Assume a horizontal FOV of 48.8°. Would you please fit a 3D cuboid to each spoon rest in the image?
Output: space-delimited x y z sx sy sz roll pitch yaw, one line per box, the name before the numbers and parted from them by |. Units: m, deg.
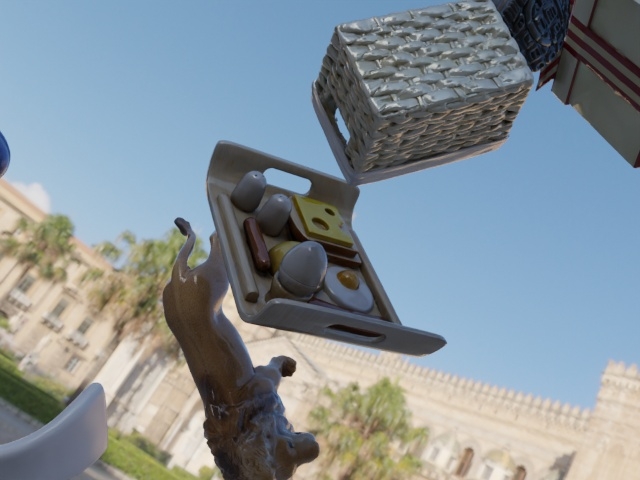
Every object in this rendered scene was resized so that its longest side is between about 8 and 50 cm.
spoon rest | -0.272 0.093 0.431 0.276 0.084 0.137 12 -60 12

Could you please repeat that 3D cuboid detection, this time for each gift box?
gift box | 0.503 -0.272 1.066 0.276 0.255 0.258 96 -23 -46

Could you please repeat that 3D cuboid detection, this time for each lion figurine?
lion figurine | -0.137 0.150 0.965 0.392 0.142 0.240 58 14 -1

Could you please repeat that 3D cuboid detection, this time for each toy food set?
toy food set | 0.000 0.000 0.821 0.219 0.092 0.306 15 32 -29

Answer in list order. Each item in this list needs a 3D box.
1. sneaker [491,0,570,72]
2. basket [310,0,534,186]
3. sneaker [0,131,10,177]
sneaker | 0.227 -0.290 0.816 0.130 0.286 0.109 13 -31 41
basket | 0.089 -0.135 0.630 0.103 0.167 0.113 109 -38 -65
sneaker | -0.433 -0.117 0.682 0.131 0.112 0.296 28 -1 43
